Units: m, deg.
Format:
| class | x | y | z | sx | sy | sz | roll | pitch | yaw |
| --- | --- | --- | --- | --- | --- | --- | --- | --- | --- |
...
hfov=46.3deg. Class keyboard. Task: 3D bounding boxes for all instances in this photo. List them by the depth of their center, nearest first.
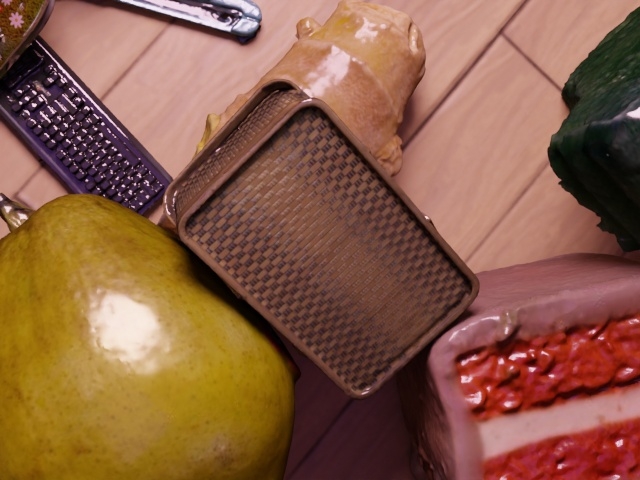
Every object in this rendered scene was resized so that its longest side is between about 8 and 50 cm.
| class | x | y | z | sx | sy | sz | roll | pitch | yaw |
| --- | --- | --- | --- | --- | --- | --- | --- | --- | --- |
| keyboard | -0.265 | -0.115 | 0.798 | 0.094 | 0.025 | 0.230 | -44 | 96 | -8 |

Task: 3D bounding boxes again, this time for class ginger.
| class | x | y | z | sx | sy | sz | roll | pitch | yaw |
| --- | --- | --- | --- | --- | --- | --- | --- | --- | --- |
| ginger | -0.033 | -0.109 | 0.786 | 0.354 | 0.126 | 0.189 | -33 | 99 | -3 |

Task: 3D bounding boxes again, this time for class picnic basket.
| class | x | y | z | sx | sy | sz | roll | pitch | yaw |
| --- | --- | --- | --- | --- | --- | --- | --- | --- | --- |
| picnic basket | 0.000 | 0.000 | 0.683 | 0.165 | 0.139 | 0.266 | -44 | 111 | 1 |

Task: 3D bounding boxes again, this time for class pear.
| class | x | y | z | sx | sy | sz | roll | pitch | yaw |
| --- | --- | --- | --- | --- | --- | --- | --- | --- | --- |
| pear | -0.189 | 0.111 | 0.684 | 0.287 | 0.287 | 0.375 | -34 | 90 | -7 |

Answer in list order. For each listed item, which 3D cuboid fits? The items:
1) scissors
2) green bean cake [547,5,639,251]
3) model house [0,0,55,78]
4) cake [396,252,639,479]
| class | x | y | z | sx | sy | sz | roll | pitch | yaw |
| --- | --- | --- | --- | --- | --- | --- | --- | --- | --- |
| scissors | -0.252 | -0.287 | 0.793 | 0.393 | 0.032 | 0.180 | 16 | 89 | -9 |
| green bean cake | 0.360 | -0.132 | 0.749 | 0.300 | 0.308 | 0.169 | -45 | 99 | -7 |
| model house | -0.417 | -0.266 | 0.671 | 0.207 | 0.154 | 0.294 | -40 | 96 | 23 |
| cake | 0.239 | 0.150 | 0.780 | 0.309 | 0.230 | 0.236 | -13 | 95 | -9 |
